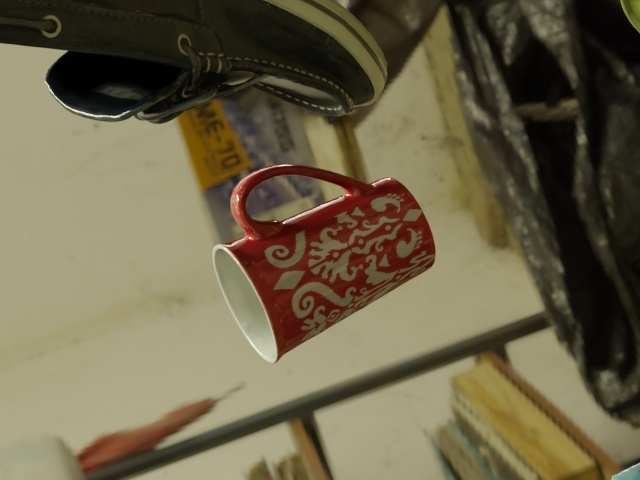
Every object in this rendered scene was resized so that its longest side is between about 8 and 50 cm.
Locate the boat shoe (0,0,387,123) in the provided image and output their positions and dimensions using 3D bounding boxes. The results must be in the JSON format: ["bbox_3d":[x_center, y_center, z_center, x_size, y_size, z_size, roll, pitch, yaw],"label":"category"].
[{"bbox_3d":[-0.143,-0.164,0.967,0.186,0.500,0.156,12,89,43],"label":"boat shoe"}]

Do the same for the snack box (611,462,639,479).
[{"bbox_3d":[0.457,0.417,1.664,0.322,0.060,0.187,60,-176,-67],"label":"snack box"}]

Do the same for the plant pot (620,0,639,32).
[{"bbox_3d":[0.478,-0.352,1.394,0.274,0.293,0.275,36,164,12],"label":"plant pot"}]

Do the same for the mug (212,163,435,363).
[{"bbox_3d":[0.005,0.007,1.058,0.113,0.169,0.150,49,156,40],"label":"mug"}]
